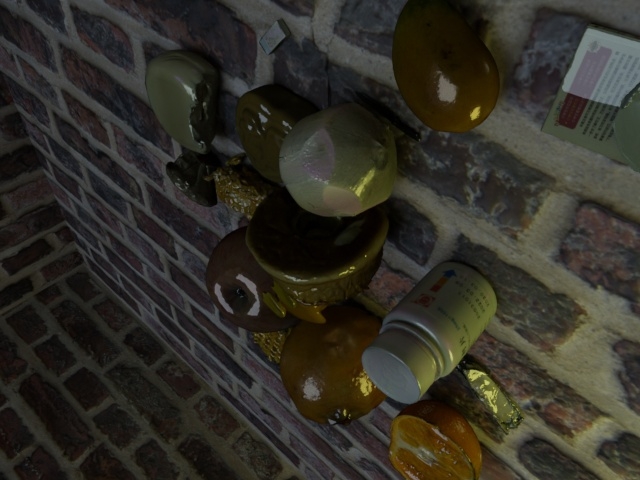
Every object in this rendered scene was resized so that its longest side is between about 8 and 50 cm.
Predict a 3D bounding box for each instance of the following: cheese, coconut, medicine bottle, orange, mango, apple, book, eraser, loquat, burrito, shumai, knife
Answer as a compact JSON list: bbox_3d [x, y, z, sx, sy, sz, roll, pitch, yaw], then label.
[{"bbox_3d":[-0.358,-0.375,1.282,0.233,0.127,0.265,37,145,20],"label":"cheese"},{"bbox_3d":[0.047,-0.155,0.940,0.231,0.227,0.226,4,125,47],"label":"coconut"},{"bbox_3d":[0.226,0.184,0.977,0.170,0.293,0.170,31,140,30],"label":"medicine bottle"},{"bbox_3d":[0.311,0.583,1.297,0.275,0.274,0.309,17,99,40],"label":"orange"},{"bbox_3d":[0.189,-0.273,0.753,0.221,0.120,0.151,57,143,4],"label":"mango"},{"bbox_3d":[-0.181,0.122,1.412,0.345,0.269,0.344,29,139,29],"label":"apple"},{"bbox_3d":[0.439,-0.176,0.637,0.232,0.022,0.162,33,139,26],"label":"book"},{"bbox_3d":[-0.099,-0.436,1.020,0.083,0.019,0.038,-17,109,54],"label":"eraser"},{"bbox_3d":[0.049,0.339,1.299,0.329,0.328,0.328,30,141,28],"label":"loquat"},{"bbox_3d":[0.404,0.369,1.157,0.229,0.058,0.063,52,151,3],"label":"burrito"},{"bbox_3d":[-0.371,-0.206,1.467,0.120,0.201,0.201,-41,88,14],"label":"shumai"},{"bbox_3d":[0.132,-0.249,0.936,0.170,0.010,0.023,41,145,18],"label":"knife"}]

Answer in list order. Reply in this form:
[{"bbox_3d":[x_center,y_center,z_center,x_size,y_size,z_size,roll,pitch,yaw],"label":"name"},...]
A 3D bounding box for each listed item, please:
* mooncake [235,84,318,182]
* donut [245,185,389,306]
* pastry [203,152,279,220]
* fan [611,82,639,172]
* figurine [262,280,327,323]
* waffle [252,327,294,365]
[{"bbox_3d":[-0.102,-0.239,1.125,0.235,0.117,0.234,27,138,28],"label":"mooncake"},{"bbox_3d":[0.000,0.000,1.079,0.330,0.330,0.159,25,149,33],"label":"donut"},{"bbox_3d":[-0.218,-0.147,1.352,0.250,0.102,0.154,36,142,22],"label":"pastry"},{"bbox_3d":[0.458,-0.205,0.562,0.182,0.010,0.309,15,133,39],"label":"fan"},{"bbox_3d":[-0.019,0.101,1.216,0.215,0.228,0.215,20,151,12],"label":"figurine"},{"bbox_3d":[-0.160,0.390,1.821,0.329,0.062,0.329,28,139,27],"label":"waffle"}]
